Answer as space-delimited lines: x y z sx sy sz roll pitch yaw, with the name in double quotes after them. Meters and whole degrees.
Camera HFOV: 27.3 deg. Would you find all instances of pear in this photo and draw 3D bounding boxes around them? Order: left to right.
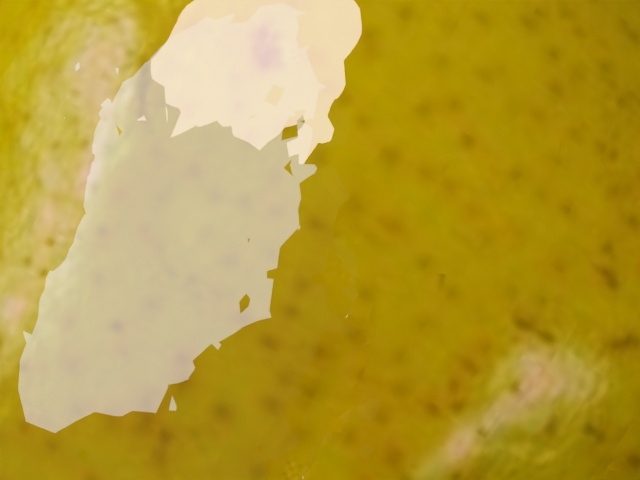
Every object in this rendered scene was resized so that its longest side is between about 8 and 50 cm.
-0.026 0.045 0.429 0.342 0.238 0.318 27 76 4 "pear"
